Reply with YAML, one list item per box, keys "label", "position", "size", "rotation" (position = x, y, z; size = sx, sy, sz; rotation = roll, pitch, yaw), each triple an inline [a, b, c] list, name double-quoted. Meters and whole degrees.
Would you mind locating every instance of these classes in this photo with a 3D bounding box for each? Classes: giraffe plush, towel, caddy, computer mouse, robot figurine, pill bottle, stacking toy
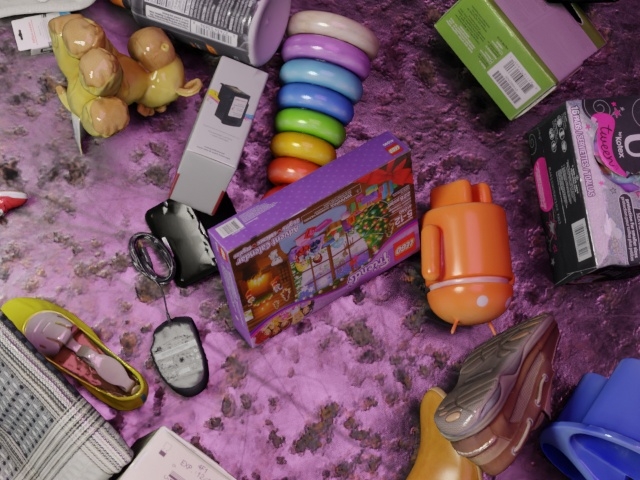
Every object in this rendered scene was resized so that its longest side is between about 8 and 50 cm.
- label: "giraffe plush"
  position: [-0.258, -0.222, 1.680]
  size: [0.170, 0.210, 0.181]
  rotation: [-20, 58, -22]
- label: "towel"
  position: [-0.394, 0.211, 1.486]
  size: [0.312, 0.324, 0.056]
  rotation: [46, 49, 0]
- label: "caddy"
  position: [0.470, 0.316, 1.701]
  size: [0.341, 0.241, 0.179]
  rotation: [32, 68, -4]
- label: "computer mouse"
  position: [-0.210, 0.100, 1.696]
  size: [0.071, 0.041, 0.242]
  rotation: [-19, 77, 3]
- label: "robot figurine"
  position: [0.211, 0.026, 1.761]
  size: [0.128, 0.158, 0.220]
  rotation: [-6, 78, 8]
- label: "pill bottle"
  position: [-0.175, -0.339, 1.725]
  size: [0.245, 0.130, 0.130]
  rotation: [21, 72, 16]
- label: "stacking toy"
  position: [-0.022, -0.152, 1.753]
  size: [0.141, 0.141, 0.330]
  rotation: [17, 81, -9]

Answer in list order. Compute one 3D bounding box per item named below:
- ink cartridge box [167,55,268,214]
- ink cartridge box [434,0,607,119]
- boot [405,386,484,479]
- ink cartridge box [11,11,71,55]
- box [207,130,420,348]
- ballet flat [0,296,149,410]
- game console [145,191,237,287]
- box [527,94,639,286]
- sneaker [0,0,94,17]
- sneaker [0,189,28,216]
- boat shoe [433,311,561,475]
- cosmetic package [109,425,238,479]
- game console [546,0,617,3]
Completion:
- label: "ink cartridge box"
  position: [-0.141, -0.144, 1.691]
  size: [0.072, 0.127, 0.175]
  rotation: [21, 55, -8]
- label: "ink cartridge box"
  position: [0.315, -0.316, 1.887]
  size: [0.189, 0.097, 0.255]
  rotation: [52, 38, 2]
- label: "boot"
  position: [0.117, 0.365, 1.676]
  size: [0.211, 0.104, 0.295]
  rotation: [-14, 86, -16]
- label: "ink cartridge box"
  position: [-0.390, -0.292, 1.738]
  size: [0.083, 0.028, 0.048]
  rotation: [-14, 81, -16]
- label: "box"
  position: [0.000, 0.000, 1.682]
  size: [0.293, 0.201, 0.057]
  rotation: [-30, 50, -17]
- label: "ballet flat"
  position: [-0.324, 0.145, 1.632]
  size: [0.231, 0.077, 0.077]
  rotation: [36, 73, -3]
- label: "game console"
  position: [-0.170, -0.008, 1.738]
  size: [0.107, 0.071, 0.122]
  rotation: [-28, 84, 13]
- label: "box"
  position: [0.417, -0.072, 1.812]
  size: [0.142, 0.163, 0.247]
  rotation: [-7, 80, -13]
- label: "sneaker"
  position: [-0.448, -0.438, 1.724]
  size: [0.322, 0.130, 0.236]
  rotation: [1, 59, 0]
- label: "sneaker"
  position: [-0.451, -0.029, 1.659]
  size: [0.118, 0.042, 0.067]
  rotation: [-9, 76, -7]
- label: "boat shoe"
  position: [0.260, 0.209, 1.694]
  size: [0.116, 0.123, 0.324]
  rotation: [57, 40, -7]
- label: "cosmetic package"
  position: [-0.204, 0.328, 1.507]
  size: [0.129, 0.296, 0.153]
  rotation: [38, 74, -4]
- label: "game console"
  position: [0.487, -0.469, 1.955]
  size: [0.361, 0.044, 0.213]
  rotation: [-4, 62, -18]
